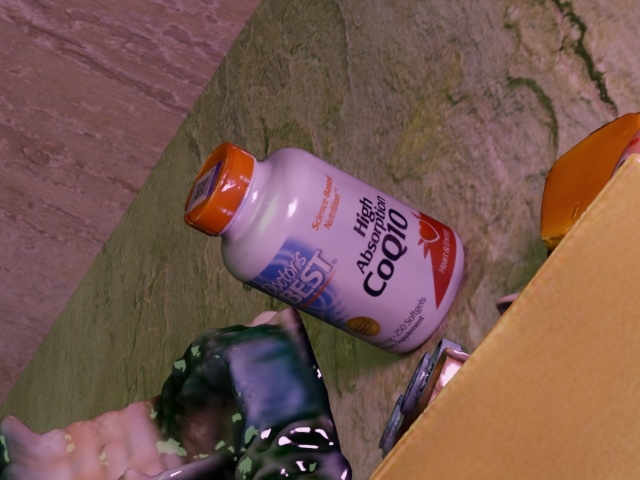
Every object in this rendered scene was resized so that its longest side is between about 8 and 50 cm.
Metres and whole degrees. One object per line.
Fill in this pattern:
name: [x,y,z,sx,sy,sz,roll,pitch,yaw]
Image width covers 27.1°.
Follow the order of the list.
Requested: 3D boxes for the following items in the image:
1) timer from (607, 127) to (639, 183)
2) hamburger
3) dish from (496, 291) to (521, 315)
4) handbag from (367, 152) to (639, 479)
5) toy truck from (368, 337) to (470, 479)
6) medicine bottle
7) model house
timer: [0.292,-0.003,0.816,0.215,0.230,0.229,-37,16,-15]
hamburger: [0.260,-0.030,1.137,0.166,0.087,0.137,-29,40,58]
dish: [0.232,0.101,1.002,0.077,0.151,0.212,-29,10,-14]
handbag: [0.235,0.174,0.650,0.401,0.133,0.283,45,112,25]
toy truck: [0.100,0.210,1.055,0.338,0.133,0.184,105,-171,-70]
medicine bottle: [0.000,0.000,1.433,0.157,0.288,0.157,-49,25,33]
model house: [-0.138,0.325,0.941,0.395,0.400,0.445,76,177,-48]
